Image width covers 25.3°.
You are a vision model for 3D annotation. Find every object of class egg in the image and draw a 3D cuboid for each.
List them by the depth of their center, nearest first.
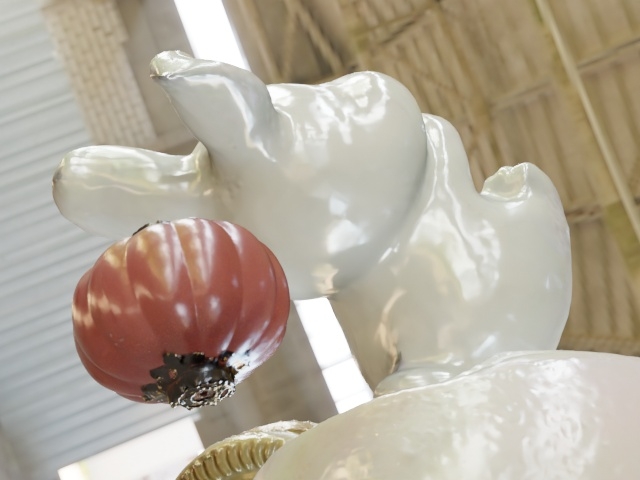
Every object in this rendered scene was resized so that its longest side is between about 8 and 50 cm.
[{"bbox_3d":[0.058,0.149,0.626,0.162,0.271,0.206,37,21,-40],"label":"egg"}]

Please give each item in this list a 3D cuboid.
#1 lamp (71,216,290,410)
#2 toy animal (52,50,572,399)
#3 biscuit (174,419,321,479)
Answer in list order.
[{"bbox_3d":[-0.067,0.035,0.693,0.107,0.107,0.092,89,-17,-61],"label":"lamp"},{"bbox_3d":[0.004,-0.005,1.035,0.368,0.196,0.241,34,37,-17],"label":"toy animal"},{"bbox_3d":[-0.030,0.292,1.385,0.079,0.259,0.259,-68,142,-70],"label":"biscuit"}]
